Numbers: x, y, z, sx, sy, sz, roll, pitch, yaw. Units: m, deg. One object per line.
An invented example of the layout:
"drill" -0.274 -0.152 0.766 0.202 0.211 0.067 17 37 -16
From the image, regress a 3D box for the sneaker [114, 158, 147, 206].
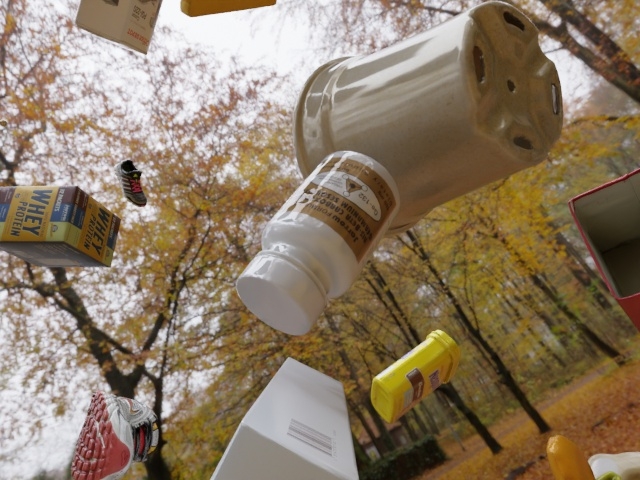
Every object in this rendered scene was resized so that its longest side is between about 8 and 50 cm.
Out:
"sneaker" -0.603 -0.189 1.521 0.074 0.170 0.063 -35 -10 38

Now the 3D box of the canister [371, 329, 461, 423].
"canister" 0.182 0.266 0.920 0.169 0.073 0.126 -29 -39 -24

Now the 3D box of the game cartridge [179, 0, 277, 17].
"game cartridge" -0.168 -0.651 0.983 0.285 0.052 0.324 -32 -29 -39

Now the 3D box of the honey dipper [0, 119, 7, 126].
"honey dipper" -0.860 -0.301 1.166 0.030 0.030 0.160 -42 -19 25

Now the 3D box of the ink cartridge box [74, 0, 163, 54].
"ink cartridge box" -0.361 -0.479 0.891 0.158 0.092 0.218 -97 31 -77

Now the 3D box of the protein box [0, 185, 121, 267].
"protein box" -0.631 -0.027 1.133 0.201 0.136 0.200 0 -20 7

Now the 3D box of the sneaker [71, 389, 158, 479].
"sneaker" -0.236 0.227 0.569 0.092 0.088 0.225 19 -13 -20

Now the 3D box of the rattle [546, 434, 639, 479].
"rattle" 0.305 0.213 0.371 0.199 0.143 0.130 1 25 46

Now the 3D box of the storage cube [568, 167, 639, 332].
"storage cube" 0.523 0.016 0.710 0.183 0.215 0.193 -30 -44 29

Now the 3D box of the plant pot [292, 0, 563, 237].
"plant pot" 0.175 -0.186 0.735 0.333 0.334 0.305 -10 -1 -35

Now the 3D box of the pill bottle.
"pill bottle" 0.000 0.000 0.603 0.229 0.131 0.131 -54 -10 -34

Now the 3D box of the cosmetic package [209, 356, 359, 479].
"cosmetic package" -0.073 0.283 0.472 0.377 0.097 0.285 84 -149 -82
